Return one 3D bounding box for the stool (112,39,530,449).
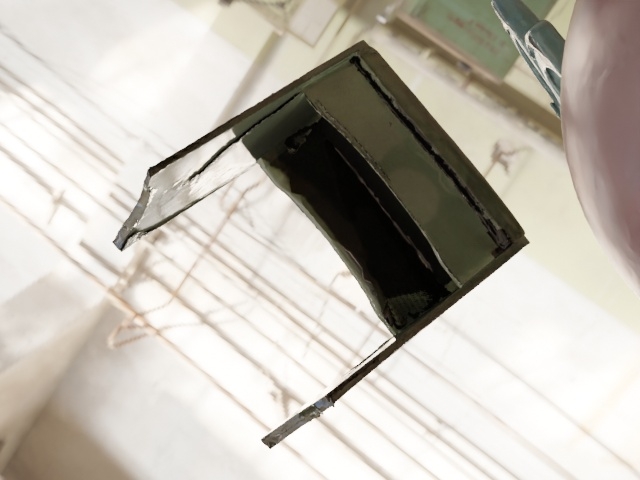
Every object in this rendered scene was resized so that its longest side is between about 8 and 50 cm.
[{"bbox_3d":[0.000,0.000,0.927,0.244,0.269,0.170,51,149,6],"label":"stool"}]

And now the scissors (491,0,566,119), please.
[{"bbox_3d":[0.249,-0.051,0.839,0.360,0.029,0.191,51,-171,-27],"label":"scissors"}]

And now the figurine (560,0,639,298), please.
[{"bbox_3d":[0.188,-0.063,0.318,0.269,0.261,0.211,37,-134,27],"label":"figurine"}]
